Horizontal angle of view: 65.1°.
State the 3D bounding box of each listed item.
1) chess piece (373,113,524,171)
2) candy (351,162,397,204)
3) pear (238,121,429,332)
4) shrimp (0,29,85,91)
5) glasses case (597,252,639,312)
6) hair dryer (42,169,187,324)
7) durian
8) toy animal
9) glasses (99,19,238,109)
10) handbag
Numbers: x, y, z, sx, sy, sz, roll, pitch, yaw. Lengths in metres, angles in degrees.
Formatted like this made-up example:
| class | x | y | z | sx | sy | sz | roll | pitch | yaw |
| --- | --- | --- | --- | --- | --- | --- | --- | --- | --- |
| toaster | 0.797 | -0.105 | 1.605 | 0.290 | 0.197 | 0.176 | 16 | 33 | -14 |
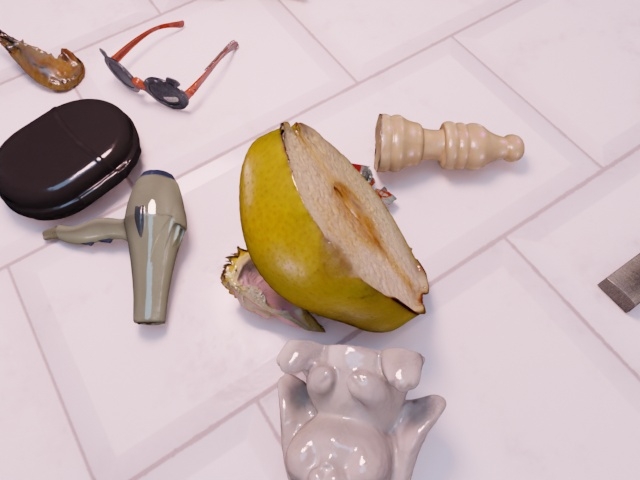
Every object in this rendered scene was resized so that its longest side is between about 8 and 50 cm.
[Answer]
| class | x | y | z | sx | sy | sz | roll | pitch | yaw |
| --- | --- | --- | --- | --- | --- | --- | --- | --- | --- |
| chess piece | 0.269 | -0.195 | 1.042 | 0.308 | 0.139 | 0.123 | 3 | 96 | 0 |
| candy | 0.017 | -0.126 | 1.042 | 0.293 | 0.059 | 0.086 | 11 | 65 | 9 |
| pear | 0.000 | 0.000 | 0.867 | 0.191 | 0.340 | 0.386 | -34 | 92 | 24 |
| shrimp | -0.695 | -0.456 | 1.234 | 0.262 | 0.066 | 0.117 | 42 | 56 | 5 |
| glasses case | 0.625 | 0.049 | 0.939 | 0.205 | 0.047 | 0.070 | -31 | 65 | -13 |
| hair dryer | -0.377 | 0.040 | 0.964 | 0.299 | 0.119 | 0.295 | -26 | 68 | 6 |
| durian | -0.087 | 0.105 | 0.920 | 0.224 | 0.078 | 0.140 | 43 | 41 | -1 |
| toy animal | 0.048 | 0.297 | 0.758 | 0.272 | 0.206 | 0.264 | 0 | 71 | 19 |
| glasses | -0.352 | -0.449 | 1.189 | 0.234 | 0.118 | 0.268 | 24 | 66 | 15 |
| handbag | -0.529 | -0.175 | 1.056 | 0.254 | 0.093 | 0.308 | 38 | 70 | 25 |
